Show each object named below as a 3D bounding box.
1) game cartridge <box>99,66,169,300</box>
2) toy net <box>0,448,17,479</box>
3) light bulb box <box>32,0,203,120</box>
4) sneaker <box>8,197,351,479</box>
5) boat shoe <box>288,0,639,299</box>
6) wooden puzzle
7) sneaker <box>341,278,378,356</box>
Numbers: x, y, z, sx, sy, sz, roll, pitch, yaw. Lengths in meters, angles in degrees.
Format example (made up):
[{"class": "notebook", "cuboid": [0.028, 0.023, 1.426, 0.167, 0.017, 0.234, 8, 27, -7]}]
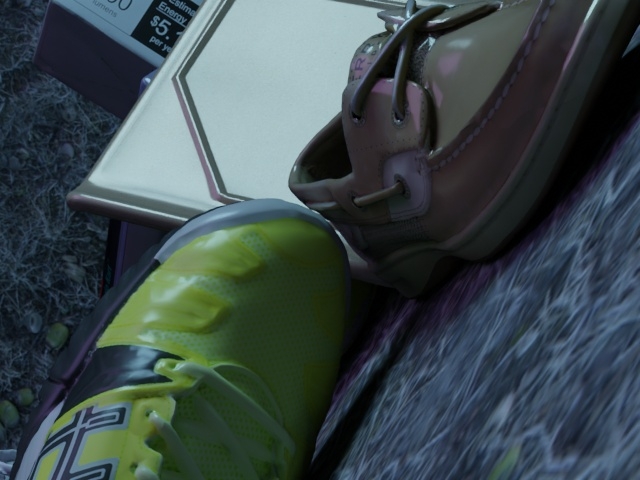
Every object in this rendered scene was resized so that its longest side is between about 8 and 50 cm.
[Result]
[{"class": "game cartridge", "cuboid": [-0.064, -0.040, 1.404, 0.230, 0.068, 0.355, -31, -26, -31]}, {"class": "toy net", "cuboid": [-0.137, 0.127, 1.222, 0.232, 0.045, 0.122, -18, 30, -1]}, {"class": "light bulb box", "cuboid": [-0.052, -0.262, 1.938, 0.361, 0.358, 0.225, -60, 6, -17]}, {"class": "sneaker", "cuboid": [-0.078, 0.149, 0.839, 0.147, 0.145, 0.384, -6, 50, 58]}, {"class": "boat shoe", "cuboid": [0.053, -0.054, 0.838, 0.109, 0.098, 0.302, -59, 4, -18]}, {"class": "wooden puzzle", "cuboid": [-0.002, -0.073, 1.092, 0.238, 0.221, 0.044, -57, -32, -34]}, {"class": "sneaker", "cuboid": [0.000, 0.000, 1.146, 0.240, 0.091, 0.126, -60, 3, -38]}]
